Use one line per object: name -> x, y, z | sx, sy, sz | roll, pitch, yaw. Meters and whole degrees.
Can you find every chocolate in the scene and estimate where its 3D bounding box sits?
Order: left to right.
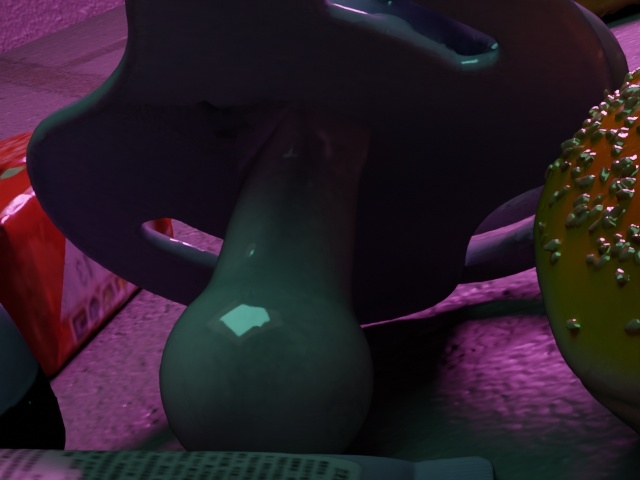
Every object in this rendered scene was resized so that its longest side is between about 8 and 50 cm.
chocolate -> -0.226, 0.020, 1.184 | 0.237, 0.108, 0.235 | -14, 15, 20

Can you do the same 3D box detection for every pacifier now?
pacifier -> 0.000, 0.000, 0.837 | 0.299, 0.244, 0.233 | -48, 23, 52

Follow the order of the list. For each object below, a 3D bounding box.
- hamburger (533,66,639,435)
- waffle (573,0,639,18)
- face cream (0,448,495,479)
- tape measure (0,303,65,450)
hamburger -> 0.158, -0.007, 0.672 | 0.173, 0.116, 0.210 | -19, 29, 8
waffle -> 0.210, -0.215, 1.565 | 0.160, 0.055, 0.211 | -16, 15, 13
face cream -> -0.075, 0.114, 0.677 | 0.274, 0.096, 0.154 | -6, 13, 6
tape measure -> -0.207, 0.093, 0.878 | 0.181, 0.107, 0.182 | -33, 15, -21
